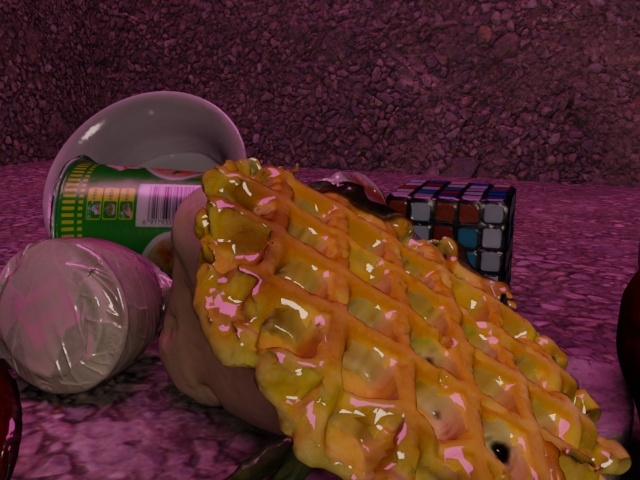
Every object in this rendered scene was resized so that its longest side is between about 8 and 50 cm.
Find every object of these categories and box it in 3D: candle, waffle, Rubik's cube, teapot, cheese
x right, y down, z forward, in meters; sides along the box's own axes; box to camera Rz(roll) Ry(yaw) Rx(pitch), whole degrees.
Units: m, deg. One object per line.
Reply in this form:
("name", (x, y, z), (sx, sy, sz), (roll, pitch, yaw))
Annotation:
("candle", (0.221, 0.160, 0.634), (0.168, 0.068, 0.192), (-3, 17, -24))
("waffle", (0.061, 0.059, 0.437), (0.311, 0.060, 0.307), (14, 34, -41))
("Rubik's cube", (0.205, 0.008, 1.049), (0.182, 0.187, 0.184), (5, 11, 19))
("teapot", (-0.275, 0.098, 0.773), (0.163, 0.221, 0.178), (44, 12, 9))
("cheese", (-0.049, 0.098, 0.686), (0.248, 0.251, 0.173), (45, 39, 19))

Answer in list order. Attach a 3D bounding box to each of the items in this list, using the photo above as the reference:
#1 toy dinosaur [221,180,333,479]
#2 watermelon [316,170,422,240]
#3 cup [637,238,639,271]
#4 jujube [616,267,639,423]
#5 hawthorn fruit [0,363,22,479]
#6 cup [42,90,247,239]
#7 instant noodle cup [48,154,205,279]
("toy dinosaur", (0.075, 0.116, 0.498), (0.447, 0.087, 0.300), (32, 43, 23))
("watermelon", (0.000, 0.000, 0.881), (0.319, 0.214, 0.289), (-2, -18, 42))
("cup", (0.612, 0.036, 0.826), (0.371, 0.254, 0.253), (3, 12, -3))
("jujube", (0.344, 0.109, 0.524), (0.223, 0.223, 0.318), (7, 21, 23))
("hawthorn fruit", (-0.312, 0.114, 0.423), (0.189, 0.251, 0.190), (-16, 41, 15))
("cup", (-0.272, -0.066, 1.143), (0.347, 0.347, 0.163), (4, -22, 12))
("instant noodle cup", (-0.219, -0.020, 0.924), (0.232, 0.207, 0.207), (-2, 12, 3))
